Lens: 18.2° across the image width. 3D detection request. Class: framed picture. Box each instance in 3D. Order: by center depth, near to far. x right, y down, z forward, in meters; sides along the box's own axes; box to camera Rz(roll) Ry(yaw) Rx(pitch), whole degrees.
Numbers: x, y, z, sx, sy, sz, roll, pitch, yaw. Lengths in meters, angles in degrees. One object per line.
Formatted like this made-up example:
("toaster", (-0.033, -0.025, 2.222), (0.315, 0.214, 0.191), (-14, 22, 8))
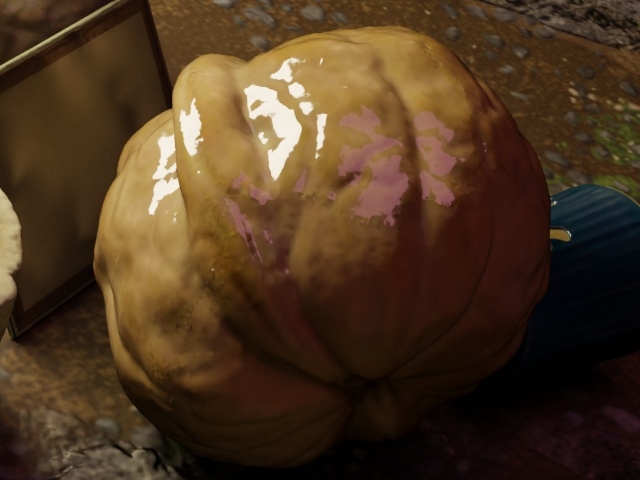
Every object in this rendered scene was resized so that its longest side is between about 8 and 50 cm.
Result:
("framed picture", (-0.165, -0.059, 1.372), (0.010, 0.173, 0.231), (0, 23, 33))

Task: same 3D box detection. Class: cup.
("cup", (0.142, 0.034, 1.446), (0.176, 0.131, 0.155), (11, 19, 42))

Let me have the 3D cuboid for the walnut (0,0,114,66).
("walnut", (-0.248, -0.189, 1.450), (0.224, 0.224, 0.224), (15, 37, -12))

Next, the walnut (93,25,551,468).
("walnut", (0.000, 0.000, 1.282), (0.285, 0.296, 0.285), (56, 14, -22))

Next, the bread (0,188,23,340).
("bread", (-0.257, 0.040, 1.200), (0.134, 0.141, 0.148), (4, 40, -26))
